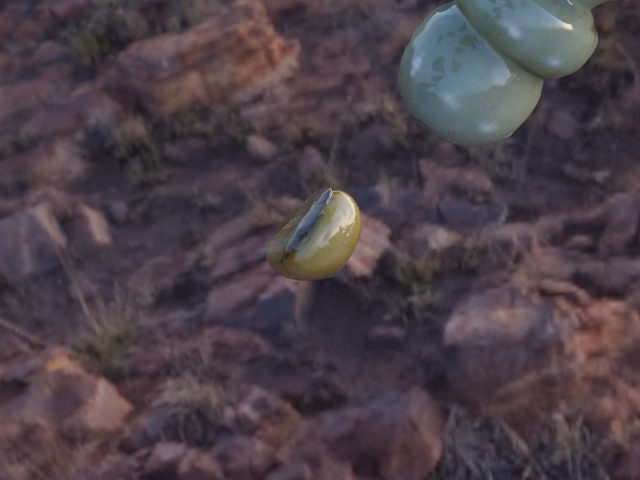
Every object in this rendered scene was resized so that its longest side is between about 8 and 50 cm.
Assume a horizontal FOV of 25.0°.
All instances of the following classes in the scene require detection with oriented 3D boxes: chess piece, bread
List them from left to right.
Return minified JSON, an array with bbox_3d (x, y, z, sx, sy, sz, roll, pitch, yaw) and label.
[{"bbox_3d":[0.000,0.000,1.169,0.056,0.115,0.082,38,78,-7],"label":"bread"},{"bbox_3d":[0.143,-0.163,0.908,0.243,0.133,0.133,-47,37,23],"label":"chess piece"}]
